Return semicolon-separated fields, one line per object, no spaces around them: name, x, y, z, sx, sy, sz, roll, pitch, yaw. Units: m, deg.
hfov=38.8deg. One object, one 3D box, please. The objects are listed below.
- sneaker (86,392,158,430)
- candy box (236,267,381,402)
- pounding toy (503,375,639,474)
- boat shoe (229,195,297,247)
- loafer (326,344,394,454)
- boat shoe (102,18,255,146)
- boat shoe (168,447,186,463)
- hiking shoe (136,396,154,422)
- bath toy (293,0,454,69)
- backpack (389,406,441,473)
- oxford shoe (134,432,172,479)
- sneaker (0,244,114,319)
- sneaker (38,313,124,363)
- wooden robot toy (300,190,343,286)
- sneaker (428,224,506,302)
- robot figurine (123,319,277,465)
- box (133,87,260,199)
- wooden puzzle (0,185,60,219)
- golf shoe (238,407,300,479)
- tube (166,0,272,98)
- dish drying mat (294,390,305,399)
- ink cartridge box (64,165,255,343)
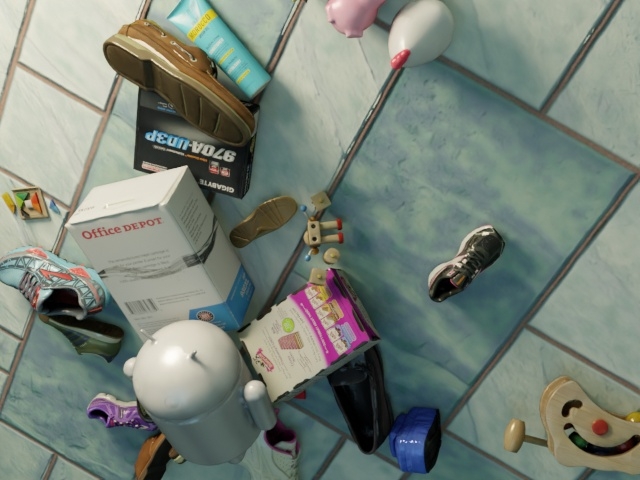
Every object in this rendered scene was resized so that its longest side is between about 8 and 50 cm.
sneaker;-0.439;0.397;2.020;0.169;0.071;0.068;11;120;11
candy box;-0.023;0.180;1.710;0.233;0.071;0.159;-34;71;17
pounding toy;0.482;0.332;1.692;0.269;0.155;0.154;7;90;4
boat shoe;-0.103;-0.037;1.706;0.153;0.048;0.056;-36;89;23
loafer;0.070;0.280;1.778;0.109;0.095;0.303;-12;111;23
boat shoe;-0.222;-0.282;1.548;0.307;0.104;0.111;36;150;8
boat shoe;-0.263;0.363;1.937;0.095;0.095;0.257;36;109;-3
hiking shoe;-0.353;0.308;1.916;0.086;0.114;0.227;25;118;7
bath toy;0.046;-0.387;1.423;0.348;0.129;0.151;38;155;-3
backpack;0.186;0.401;1.792;0.101;0.120;0.098;-4;116;20
oxford shoe;-0.362;0.458;2.032;0.212;0.076;0.076;-54;52;21
sneaker;-0.563;0.091;1.868;0.261;0.125;0.104;14;119;11
sneaker;-0.519;0.207;1.948;0.192;0.064;0.086;19;116;4
wooden robot toy;0.000;0.000;1.674;0.076;0.079;0.173;-3;82;-10
sneaker;0.258;0.053;1.612;0.072;0.077;0.178;37;121;-5
robot figurine;-0.225;0.285;1.703;0.299;0.200;0.353;5;142;21
box;-0.228;-0.187;1.658;0.220;0.051;0.175;16;121;9
wooden puzzle;-0.595;-0.074;1.857;0.116;0.014;0.079;-11;113;22
golf shoe;-0.092;0.481;1.931;0.140;0.115;0.306;-21;109;23
tube;-0.172;-0.337;1.569;0.207;0.052;0.080;47;114;-2
dish drying mat;-0.071;0.312;1.894;0.083;0.008;0.032;5;117;17
ink cartridge box;-0.295;0.033;1.719;0.223;0.129;0.307;-11;124;23
